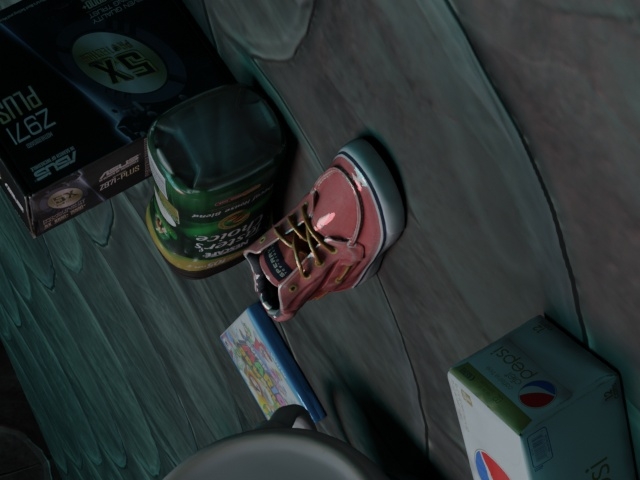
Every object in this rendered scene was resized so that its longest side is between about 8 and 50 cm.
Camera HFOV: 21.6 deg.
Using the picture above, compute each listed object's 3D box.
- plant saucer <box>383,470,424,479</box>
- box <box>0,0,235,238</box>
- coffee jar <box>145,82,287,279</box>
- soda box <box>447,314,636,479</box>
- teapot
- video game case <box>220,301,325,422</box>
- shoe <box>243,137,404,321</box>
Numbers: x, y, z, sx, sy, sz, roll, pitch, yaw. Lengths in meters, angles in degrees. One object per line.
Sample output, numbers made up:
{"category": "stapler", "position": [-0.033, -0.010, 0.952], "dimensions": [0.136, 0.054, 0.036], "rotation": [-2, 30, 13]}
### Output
{"category": "plant saucer", "position": [0.088, 0.229, 1.321], "dimensions": [0.119, 0.021, 0.119], "rotation": [54, 163, 25]}
{"category": "box", "position": [-0.176, -0.113, 1.263], "dimensions": [0.147, 0.180, 0.077], "rotation": [56, 163, 17]}
{"category": "coffee jar", "position": [-0.080, -0.038, 1.252], "dimensions": [0.079, 0.096, 0.184], "rotation": [59, 164, 16]}
{"category": "soda box", "position": [0.137, 0.153, 0.970], "dimensions": [0.074, 0.069, 0.216], "rotation": [41, 154, 49]}
{"category": "teapot", "position": [-0.026, 0.279, 1.322], "dimensions": [0.252, 0.256, 0.187], "rotation": [36, 163, 33]}
{"category": "video game case", "position": [-0.047, 0.124, 1.562], "dimensions": [0.119, 0.015, 0.166], "rotation": [60, 163, 5]}
{"category": "shoe", "position": [0.000, 0.000, 1.102], "dimensions": [0.063, 0.081, 0.178], "rotation": [56, 163, 16]}
